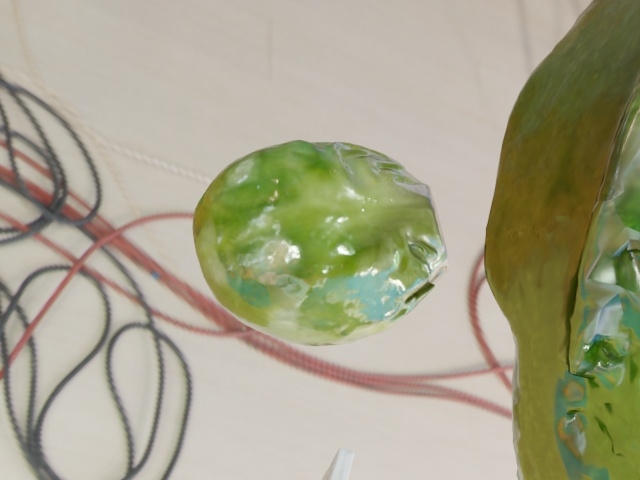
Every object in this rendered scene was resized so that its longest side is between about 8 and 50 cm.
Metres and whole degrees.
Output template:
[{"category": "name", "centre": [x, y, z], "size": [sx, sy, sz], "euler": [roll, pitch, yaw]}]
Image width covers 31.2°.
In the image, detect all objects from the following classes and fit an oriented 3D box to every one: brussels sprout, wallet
[{"category": "brussels sprout", "centre": [-0.001, -0.003, 0.682], "size": [0.155, 0.155, 0.117], "euler": [-35, 122, -46]}, {"category": "wallet", "centre": [-0.013, 0.303, 1.170], "size": [0.032, 0.124, 0.183], "euler": [28, 31, 1]}]

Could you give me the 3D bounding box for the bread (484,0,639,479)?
[{"category": "bread", "centre": [0.252, 0.029, 0.448], "size": [0.382, 0.129, 0.366], "euler": [28, 76, -12]}]
